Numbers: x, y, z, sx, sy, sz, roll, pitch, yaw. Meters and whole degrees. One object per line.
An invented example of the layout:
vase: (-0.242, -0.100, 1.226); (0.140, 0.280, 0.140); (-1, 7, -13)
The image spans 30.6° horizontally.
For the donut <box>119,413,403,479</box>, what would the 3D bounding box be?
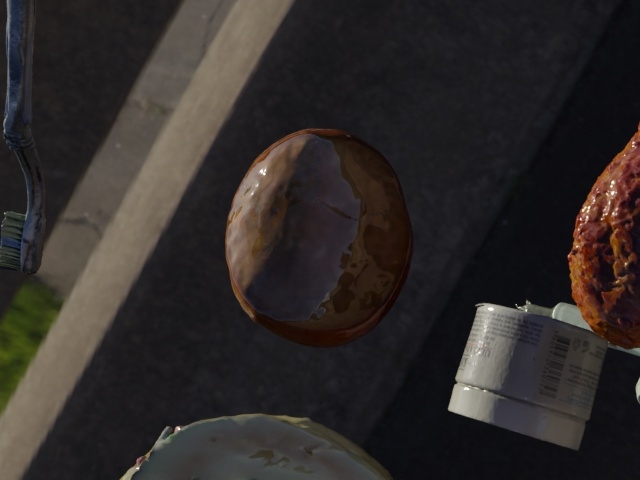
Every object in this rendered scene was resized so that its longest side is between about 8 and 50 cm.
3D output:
donut: (-0.049, 0.353, 1.377); (0.371, 0.307, 0.150); (37, 142, 33)

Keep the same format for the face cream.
face cream: (0.268, 0.173, 1.508); (0.177, 0.177, 0.153); (9, 81, 48)

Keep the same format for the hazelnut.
hazelnut: (0.000, 0.000, 1.115); (0.176, 0.214, 0.214); (8, 71, 2)

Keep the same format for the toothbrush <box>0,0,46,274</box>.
toothbrush: (-0.232, -0.124, 0.909); (0.035, 0.042, 0.413); (-87, 8, -49)

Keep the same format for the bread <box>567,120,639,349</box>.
bread: (0.316, -0.029, 1.077); (0.139, 0.095, 0.269); (29, 107, 22)

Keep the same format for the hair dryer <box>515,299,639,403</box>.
hair dryer: (0.458, 0.158, 1.837); (0.357, 0.107, 0.173); (16, 62, 39)
